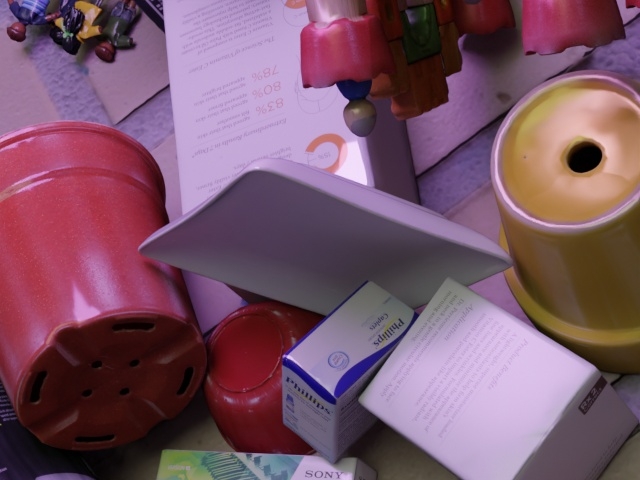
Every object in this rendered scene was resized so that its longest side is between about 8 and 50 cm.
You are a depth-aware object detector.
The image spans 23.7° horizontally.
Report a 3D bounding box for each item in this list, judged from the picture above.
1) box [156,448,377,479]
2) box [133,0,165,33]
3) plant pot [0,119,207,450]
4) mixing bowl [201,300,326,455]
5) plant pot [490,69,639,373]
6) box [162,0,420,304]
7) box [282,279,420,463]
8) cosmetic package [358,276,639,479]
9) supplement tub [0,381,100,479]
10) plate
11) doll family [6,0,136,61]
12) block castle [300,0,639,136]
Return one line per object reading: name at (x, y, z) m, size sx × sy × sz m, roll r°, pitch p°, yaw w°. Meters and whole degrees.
box at (-0.080, 0.370, 1.517) m, size 0.232 × 0.058 × 0.322 m, roll -2°, pitch 64°, yaw 26°
box at (-0.112, -0.398, 1.773) m, size 0.296 × 0.294 × 0.183 m, roll -32°, pitch 56°, yaw 9°
plant pot at (-0.255, 0.059, 1.609) m, size 0.272 × 0.272 × 0.265 m, roll -36°, pitch 47°, yaw 7°
mixing bowl at (-0.058, 0.134, 1.600) m, size 0.181 × 0.098 × 0.181 m, roll -12°, pitch 62°, yaw 23°
plant pot at (0.273, -0.031, 1.427) m, size 0.254 × 0.239 × 0.254 m, roll -11°, pitch 62°, yaw 22°
box at (-0.032, -0.132, 1.676) m, size 0.215 × 0.168 × 0.345 m, roll -19°, pitch 58°, yaw 18°
box at (0.030, 0.128, 1.490) m, size 0.072 × 0.137 × 0.126 m, roll 38°, pitch 62°, yaw 22°
cosmetic package at (0.169, 0.160, 1.437) m, size 0.183 × 0.151 × 0.151 m, roll 34°, pitch 85°, yaw 36°
supplement tub at (-0.372, 0.247, 1.637) m, size 0.207 × 0.207 × 0.338 m, roll -44°, pitch 54°, yaw 1°
plate at (0.000, 0.000, 1.464) m, size 0.278 × 0.277 × 0.045 m, roll -30°, pitch 46°, yaw 57°
doll family at (-0.324, -0.288, 1.967) m, size 0.193 × 0.076 × 0.111 m, roll 18°, pitch 80°, yaw 38°
block castle at (0.180, -0.240, 1.468) m, size 0.303 × 0.453 × 0.213 m, roll -6°, pitch 101°, yaw 26°
